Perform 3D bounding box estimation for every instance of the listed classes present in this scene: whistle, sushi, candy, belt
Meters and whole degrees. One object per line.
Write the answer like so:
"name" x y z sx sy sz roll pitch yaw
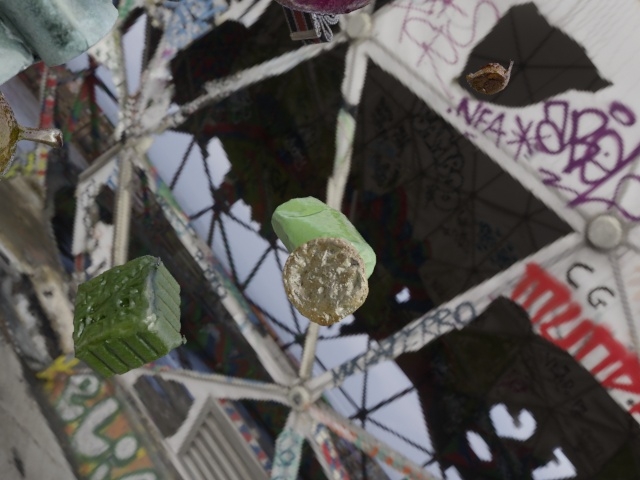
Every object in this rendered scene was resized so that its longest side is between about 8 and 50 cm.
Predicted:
"whistle" -0.597 -0.445 1.644 0.168 0.405 0.188 56 15 -37
"sushi" 0.297 -0.284 1.408 0.099 0.047 0.050 1 -38 43
"candy" 0.000 0.000 1.621 0.132 0.142 0.343 43 2 -23
"belt" -0.072 -0.619 1.939 0.094 0.126 0.359 2 -33 32

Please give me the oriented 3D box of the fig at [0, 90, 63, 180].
"fig" -0.492 -0.141 1.150 0.217 0.217 0.321 52 19 13

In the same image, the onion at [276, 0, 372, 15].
"onion" 0.024 -0.568 1.368 0.347 0.348 0.385 53 -16 -7

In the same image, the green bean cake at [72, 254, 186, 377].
"green bean cake" -0.478 0.185 1.995 0.249 0.247 0.156 -99 164 -46

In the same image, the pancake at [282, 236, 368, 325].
"pancake" 0.008 0.068 1.345 0.151 0.152 0.025 51 4 16
